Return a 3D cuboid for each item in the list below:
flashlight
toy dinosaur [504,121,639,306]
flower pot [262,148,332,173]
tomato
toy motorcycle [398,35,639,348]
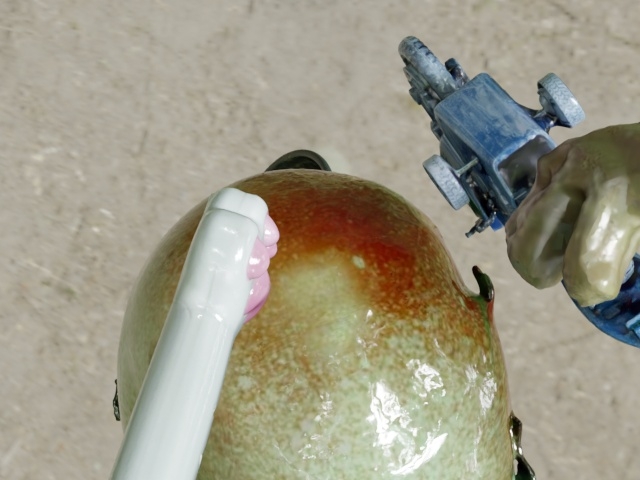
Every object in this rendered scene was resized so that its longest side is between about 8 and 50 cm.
[{"bbox_3d":[-0.065,0.071,0.844,0.047,0.093,0.200,17,72,1],"label":"flashlight"},{"bbox_3d":[0.152,-0.090,0.524,0.072,0.200,0.251,15,90,-33],"label":"toy dinosaur"},{"bbox_3d":[0.000,0.000,1.650,0.107,0.157,0.157,22,88,-33],"label":"flower pot"},{"bbox_3d":[-0.012,0.110,1.145,0.239,0.303,0.303,-15,110,-21],"label":"tomato"},{"bbox_3d":[0.123,-0.031,0.980,0.092,0.254,0.135,-37,129,0],"label":"toy motorcycle"}]
